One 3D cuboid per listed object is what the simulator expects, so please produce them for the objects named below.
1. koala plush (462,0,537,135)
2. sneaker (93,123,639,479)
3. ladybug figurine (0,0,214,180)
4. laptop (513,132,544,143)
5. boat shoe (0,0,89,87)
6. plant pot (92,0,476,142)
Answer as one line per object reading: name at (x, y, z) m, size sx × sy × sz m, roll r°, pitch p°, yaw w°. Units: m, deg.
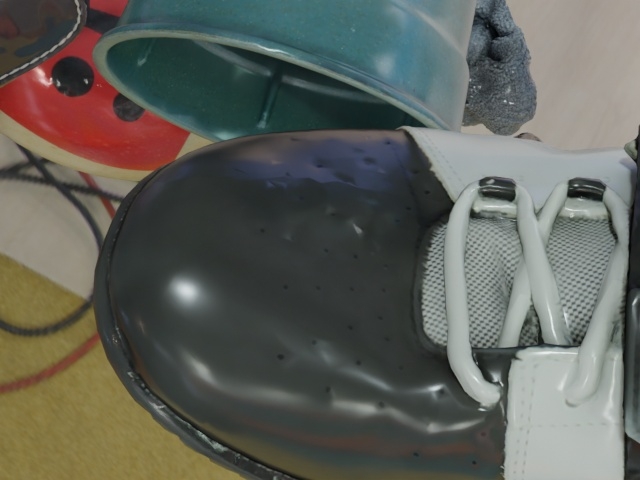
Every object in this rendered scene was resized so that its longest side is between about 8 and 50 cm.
koala plush at (0.169, -0.219, 1.744) m, size 0.221 × 0.196 × 0.203 m, roll -13°, pitch 42°, yaw -7°
sneaker at (0.110, 0.016, 0.335) m, size 0.331 × 0.146 × 0.122 m, roll 10°, pitch 65°, yaw -13°
ladybug figurine at (-0.282, -0.246, 1.640) m, size 0.449 × 0.162 × 0.305 m, roll 16°, pitch 73°, yaw -21°
laptop at (0.245, 0.033, 1.247) m, size 0.264 × 0.234 × 0.136 m, roll 41°, pitch 110°, yaw 8°
boat shoe at (-0.253, -0.081, 0.680) m, size 0.285 × 0.102 × 0.092 m, roll -22°, pitch 45°, yaw -15°
plant pot at (0.009, -0.263, 1.134) m, size 0.341 × 0.341 × 0.334 m, roll 15°, pitch 80°, yaw 12°
